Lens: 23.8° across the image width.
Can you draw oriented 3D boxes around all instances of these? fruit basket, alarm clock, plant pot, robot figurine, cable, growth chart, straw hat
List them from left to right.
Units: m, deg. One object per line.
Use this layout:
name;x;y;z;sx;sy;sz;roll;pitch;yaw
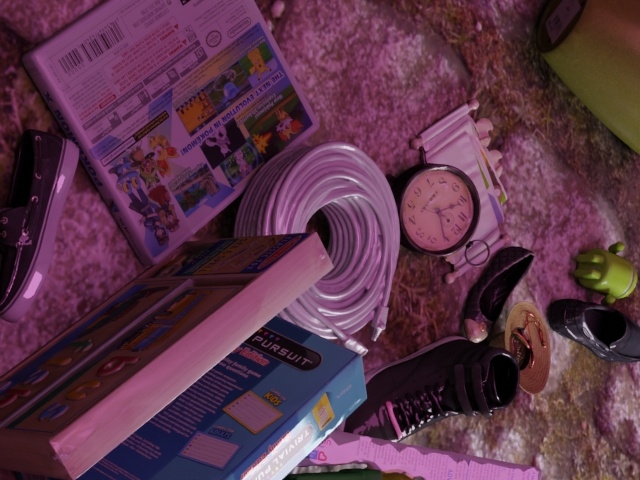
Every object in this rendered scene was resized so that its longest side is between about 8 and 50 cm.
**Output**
cable;0.000;0.000;1.978;0.257;0.089;0.257;29;74;-42
fruit basket;0.099;0.425;1.957;0.353;0.165;0.327;12;79;-19
alarm clock;0.169;-0.031;2.137;0.192;0.064;0.129;43;78;-17
growth chart;0.213;-0.076;2.220;0.172;0.021;0.237;-25;104;-38
straw hat;0.283;0.162;2.241;0.144;0.061;0.145;22;62;-50
robot figurine;0.450;0.052;2.380;0.115;0.067;0.101;21;73;-38
plant pot;0.487;-0.281;2.326;0.293;0.275;0.275;25;72;-20

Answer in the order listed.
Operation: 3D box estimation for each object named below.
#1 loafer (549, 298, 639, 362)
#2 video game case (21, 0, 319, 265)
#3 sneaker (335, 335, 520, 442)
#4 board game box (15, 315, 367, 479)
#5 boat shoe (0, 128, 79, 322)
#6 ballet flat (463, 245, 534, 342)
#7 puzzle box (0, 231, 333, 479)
loafer;0.451;0.144;2.369;0.223;0.078;0.076;22;74;-37
video game case;-0.175;-0.182;1.895;0.329;0.036;0.300;-42;114;-34
sneaker;0.154;0.215;2.077;0.295;0.147;0.105;-28;108;-36
board game box;-0.149;0.210;1.753;0.336;0.253;0.079;-40;137;-34
boat shoe;-0.341;-0.023;1.724;0.076;0.080;0.229;26;71;-30
ballet flat;0.259;0.076;2.232;0.057;0.049;0.173;45;62;-28
puzzle box;-0.208;0.119;1.701;0.409;0.272;0.052;-39;112;-35
